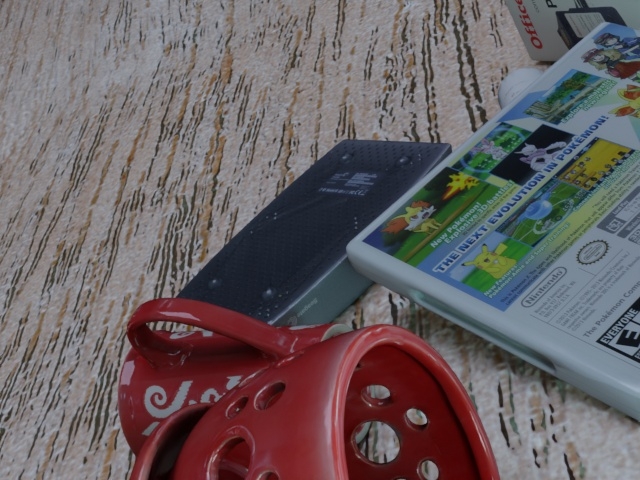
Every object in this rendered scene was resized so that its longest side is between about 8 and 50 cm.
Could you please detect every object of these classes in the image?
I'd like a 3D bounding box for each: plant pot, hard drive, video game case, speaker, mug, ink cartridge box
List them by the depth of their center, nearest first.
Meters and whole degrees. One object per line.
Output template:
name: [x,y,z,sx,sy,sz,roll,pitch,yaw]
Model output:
plant pot: [-0.004,0.163,0.766,0.174,0.191,0.191,-22,27,32]
mug: [-0.062,0.111,0.962,0.169,0.150,0.113,-8,68,29]
video game case: [0.230,-0.036,0.975,0.329,0.036,0.300,-41,40,-20]
speaker: [0.197,-0.109,1.169,0.055,0.055,0.136,-24,27,11]
hard drive: [0.000,0.000,1.177,0.254,0.054,0.172,-45,30,-27]
ink cartridge box: [0.279,-0.261,1.218,0.100,0.172,0.237,-42,29,-22]
